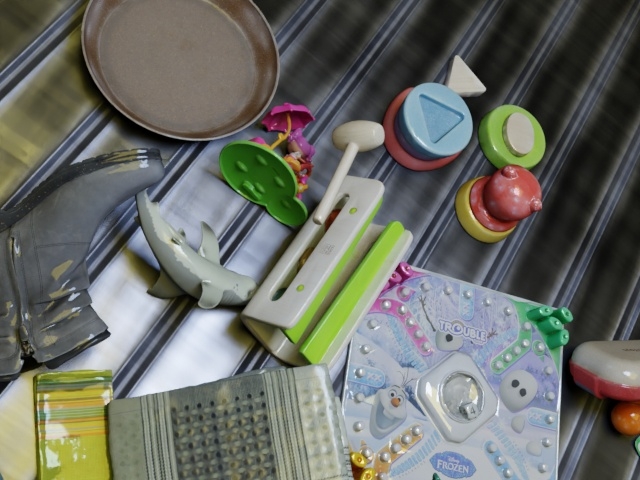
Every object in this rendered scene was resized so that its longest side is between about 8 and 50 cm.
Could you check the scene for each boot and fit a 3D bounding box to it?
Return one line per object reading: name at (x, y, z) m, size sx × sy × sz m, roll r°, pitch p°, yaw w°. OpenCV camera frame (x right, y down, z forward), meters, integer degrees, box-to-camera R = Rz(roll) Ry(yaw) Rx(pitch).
boot at (-0.323, 0.035, 1.062) m, size 0.338 × 0.118 × 0.223 m, roll -27°, pitch 86°, yaw -2°

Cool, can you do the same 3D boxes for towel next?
towel at (-0.315, 0.287, 1.052) m, size 0.102 × 0.021 × 0.237 m, roll -2°, pitch 74°, yaw -22°
towel at (-0.107, 0.335, 1.057) m, size 0.312 × 0.056 × 0.324 m, roll -9°, pitch 74°, yaw -5°

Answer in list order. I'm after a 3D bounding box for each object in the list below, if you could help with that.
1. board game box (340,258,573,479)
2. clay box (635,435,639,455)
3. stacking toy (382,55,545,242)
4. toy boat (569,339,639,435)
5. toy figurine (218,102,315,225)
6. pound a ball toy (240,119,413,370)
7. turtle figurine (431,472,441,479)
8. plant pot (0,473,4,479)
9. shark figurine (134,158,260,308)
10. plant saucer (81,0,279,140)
board game box at (0.224, 0.245, 1.275) m, size 0.389 × 0.050 × 0.390 m, roll 16°, pitch 67°, yaw -17°
clay box at (0.647, 0.410, 1.394) m, size 0.127 × 0.053 × 0.222 m, roll -29°, pitch 86°, yaw -28°
stacking toy at (0.285, -0.188, 1.401) m, size 0.309 × 0.130 × 0.279 m, roll 41°, pitch 63°, yaw -6°
toy boat at (0.532, 0.256, 1.368) m, size 0.231 × 0.151 × 0.151 m, roll 2°, pitch 102°, yaw -21°
toy figurine at (-0.051, -0.137, 1.266) m, size 0.173 × 0.130 × 0.159 m, roll 50°, pitch 50°, yaw -26°
pound a ball toy at (0.000, 0.000, 1.188) m, size 0.319 × 0.135 × 0.208 m, roll -56°, pitch 134°, yaw -24°
turtle figurine at (0.083, 0.425, 1.110) m, size 0.234 × 0.118 × 0.175 m, roll -26°, pitch 73°, yaw -3°
plant pot at (-0.451, 0.331, 0.828) m, size 0.341 × 0.341 × 0.334 m, roll -21°, pitch 73°, yaw -27°
shark figurine at (-0.217, 0.021, 1.144) m, size 0.278 × 0.116 × 0.166 m, roll 49°, pitch 28°, yaw -10°
plant saucer at (-0.217, -0.292, 1.273) m, size 0.310 × 0.050 × 0.311 m, roll 7°, pitch 71°, yaw -20°
